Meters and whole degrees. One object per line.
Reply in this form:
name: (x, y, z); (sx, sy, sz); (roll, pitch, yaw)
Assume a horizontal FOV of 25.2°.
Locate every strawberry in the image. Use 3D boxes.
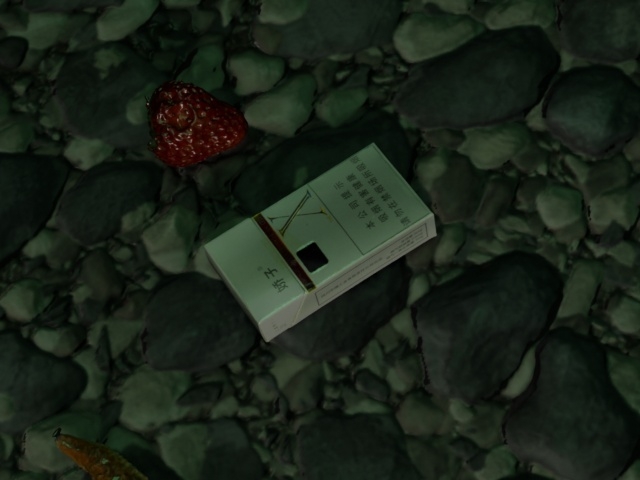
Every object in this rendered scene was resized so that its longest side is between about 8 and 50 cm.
strawberry: (-0.099, -0.094, 1.129); (0.083, 0.073, 0.073); (-9, 59, -12)

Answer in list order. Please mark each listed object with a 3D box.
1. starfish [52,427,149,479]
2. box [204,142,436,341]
starfish: (-0.110, 0.288, 0.908); (0.301, 0.084, 0.293); (20, 65, 14)
box: (0.000, 0.000, 1.073); (0.154, 0.040, 0.084); (-32, 62, -10)
